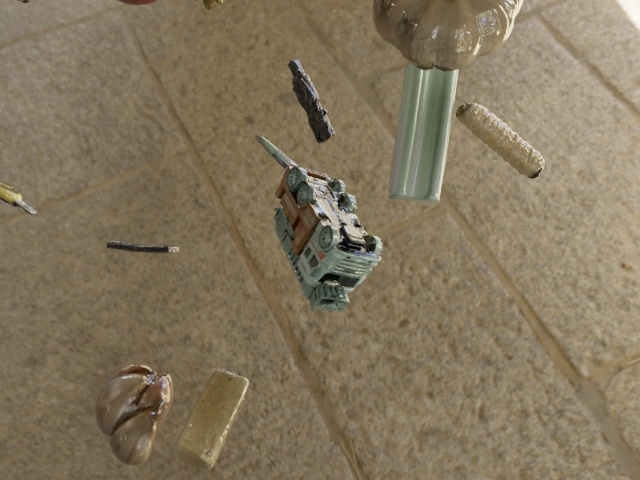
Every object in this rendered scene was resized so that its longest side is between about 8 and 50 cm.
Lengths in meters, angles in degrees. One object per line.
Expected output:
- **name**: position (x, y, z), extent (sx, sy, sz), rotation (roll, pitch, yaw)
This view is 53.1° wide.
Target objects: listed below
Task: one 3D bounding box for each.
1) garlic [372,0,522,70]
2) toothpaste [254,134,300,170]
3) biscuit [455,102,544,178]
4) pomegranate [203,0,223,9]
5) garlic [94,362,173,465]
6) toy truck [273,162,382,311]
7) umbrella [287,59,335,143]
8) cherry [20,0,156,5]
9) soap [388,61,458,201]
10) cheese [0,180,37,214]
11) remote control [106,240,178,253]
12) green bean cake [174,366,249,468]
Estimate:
- **garlic**: position (0.191, -0.361, 0.990), extent (0.228, 0.152, 0.227), rotation (-2, 78, 9)
- **toothpaste**: position (-0.102, -0.230, 1.890), extent (0.233, 0.060, 0.038), rotation (42, 84, -15)
- **biscuit**: position (0.356, -0.197, 1.251), extent (0.219, 0.061, 0.055), rotation (33, 77, -19)
- **pomegranate**: position (-0.242, -0.729, 1.707), extent (0.231, 0.286, 0.231), rotation (0, 68, -1)
- **garlic**: position (-0.420, 0.374, 1.414), extent (0.160, 0.191, 0.214), rotation (21, 21, -3)
- **toy truck**: position (0.000, 0.000, 1.351), extent (0.133, 0.184, 0.338), rotation (12, 34, -34)
- **umbrella**: position (-0.031, -0.380, 1.743), extent (0.059, 0.066, 0.235), rotation (-32, 97, -49)
- **cherry**: position (-0.268, -0.329, 0.772), extent (0.225, 0.090, 0.107), rotation (-21, 60, -31)
- **soap**: position (0.202, -0.219, 1.264), extent (0.095, 0.173, 0.289), rotation (8, 90, 2)
- **cheese**: position (-0.848, -0.117, 1.765), extent (0.162, 0.086, 0.036), rotation (34, 91, 14)
- **remote control**: position (-0.498, 0.019, 1.791), extent (0.212, 0.059, 0.028), rotation (3, 88, 19)
- **green bean cake**: position (-0.212, 0.350, 1.258), extent (0.085, 0.109, 0.179), rotation (24, 56, 0)
